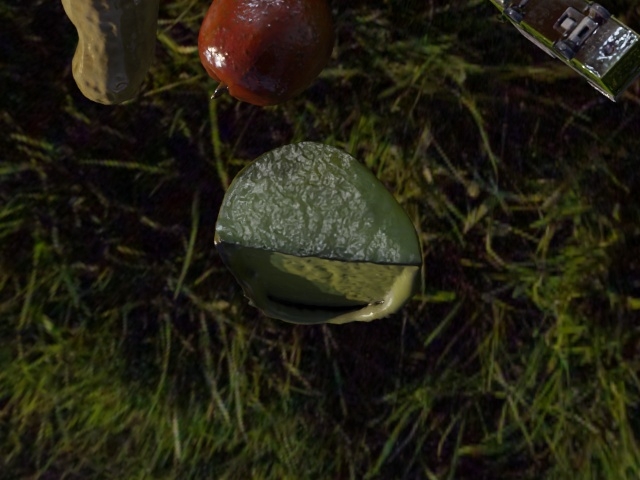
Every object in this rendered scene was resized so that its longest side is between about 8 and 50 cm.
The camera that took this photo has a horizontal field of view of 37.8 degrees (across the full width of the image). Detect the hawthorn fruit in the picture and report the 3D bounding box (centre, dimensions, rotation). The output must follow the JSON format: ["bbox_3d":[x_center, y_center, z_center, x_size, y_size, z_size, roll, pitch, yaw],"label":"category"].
[{"bbox_3d":[-0.118,-0.396,1.883,0.275,0.275,0.300,41,91,-12],"label":"hawthorn fruit"}]

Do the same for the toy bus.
[{"bbox_3d":[0.423,-0.353,1.580,0.113,0.302,0.139,-48,137,12],"label":"toy bus"}]

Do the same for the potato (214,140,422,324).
[{"bbox_3d":[0.000,0.000,1.575,0.330,0.213,0.280,6,151,-1],"label":"potato"}]

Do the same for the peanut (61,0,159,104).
[{"bbox_3d":[-0.310,-0.344,1.380,0.147,0.148,0.319,19,129,1],"label":"peanut"}]
